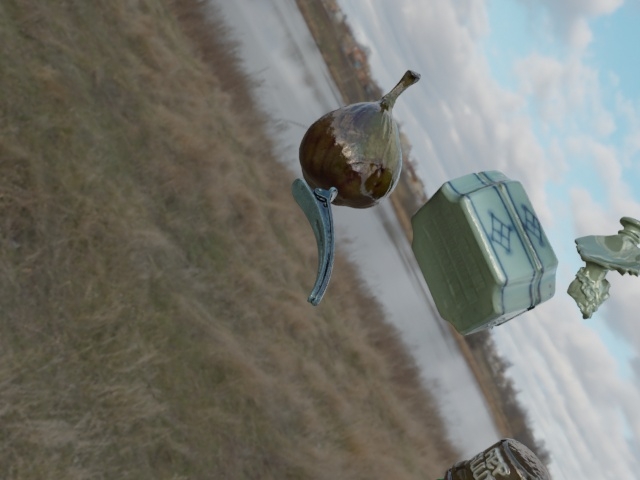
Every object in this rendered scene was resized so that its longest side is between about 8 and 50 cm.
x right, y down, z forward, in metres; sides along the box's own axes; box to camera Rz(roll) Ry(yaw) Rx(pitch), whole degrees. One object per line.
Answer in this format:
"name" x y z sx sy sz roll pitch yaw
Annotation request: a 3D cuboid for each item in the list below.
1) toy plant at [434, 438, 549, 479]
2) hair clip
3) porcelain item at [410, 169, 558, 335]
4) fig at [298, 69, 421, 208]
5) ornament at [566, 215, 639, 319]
"toy plant" 0.176 0.320 0.860 0.105 0.200 0.143 27 20 -28
"hair clip" 0.000 0.000 1.205 0.083 0.048 0.275 17 39 -20
"porcelain item" 0.318 0.026 1.454 0.281 0.157 0.286 124 -52 -64
"fig" 0.106 -0.215 1.503 0.217 0.321 0.217 38 -11 9
"ornament" 0.256 0.020 0.659 0.041 0.092 0.068 40 20 -38
